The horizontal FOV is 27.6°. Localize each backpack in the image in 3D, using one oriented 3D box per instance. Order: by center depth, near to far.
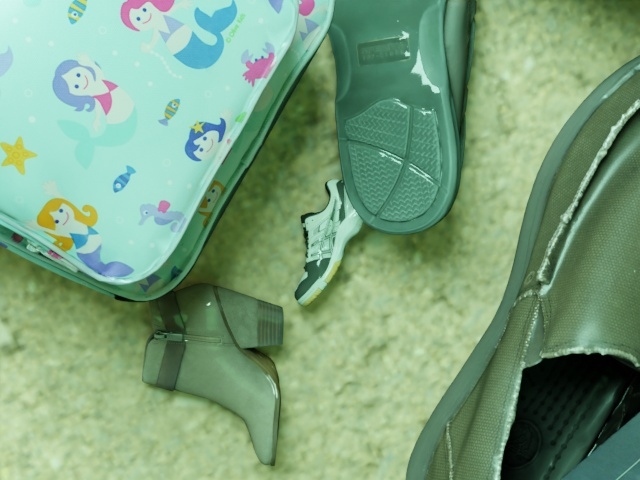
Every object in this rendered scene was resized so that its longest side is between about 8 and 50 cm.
[{"bbox_3d":[-0.145,-0.105,0.686,0.254,0.191,0.225,30,93,-12],"label":"backpack"}]

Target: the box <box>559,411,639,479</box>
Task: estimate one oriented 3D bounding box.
[{"bbox_3d":[0.344,0.188,0.728,0.343,0.312,0.179,-34,128,-26],"label":"box"}]

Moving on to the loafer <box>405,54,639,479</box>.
[{"bbox_3d":[0.186,0.053,0.820,0.134,0.130,0.365,23,94,-17],"label":"loafer"}]

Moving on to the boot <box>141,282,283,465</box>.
[{"bbox_3d":[-0.068,0.084,0.813,0.087,0.042,0.118,0,99,-8],"label":"boot"}]

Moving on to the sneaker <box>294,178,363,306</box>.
[{"bbox_3d":[0.000,0.000,0.819,0.037,0.032,0.083,28,88,-4],"label":"sneaker"}]

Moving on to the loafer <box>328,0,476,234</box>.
[{"bbox_3d":[0.051,-0.140,0.788,0.096,0.084,0.267,3,98,20],"label":"loafer"}]
